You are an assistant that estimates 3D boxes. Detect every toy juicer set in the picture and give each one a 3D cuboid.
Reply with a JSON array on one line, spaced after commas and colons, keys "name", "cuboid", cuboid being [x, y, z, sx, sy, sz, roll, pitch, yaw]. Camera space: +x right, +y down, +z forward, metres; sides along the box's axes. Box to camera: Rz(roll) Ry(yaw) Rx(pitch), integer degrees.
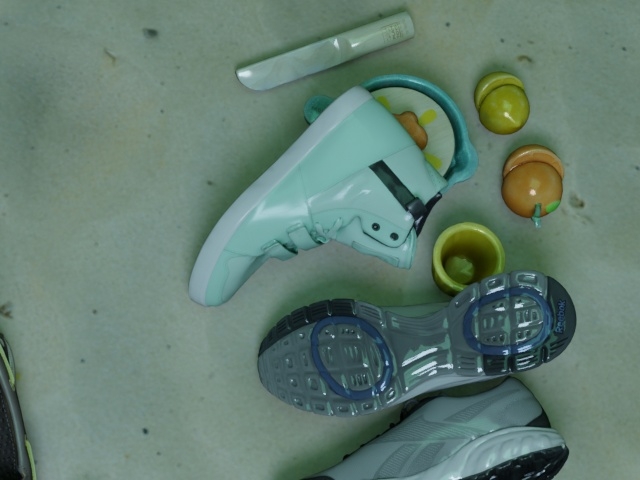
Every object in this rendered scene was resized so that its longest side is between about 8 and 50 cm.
[{"name": "toy juicer set", "cuboid": [0.101, -0.119, 1.348, 0.209, 0.089, 0.329, -41, 82, -14]}]

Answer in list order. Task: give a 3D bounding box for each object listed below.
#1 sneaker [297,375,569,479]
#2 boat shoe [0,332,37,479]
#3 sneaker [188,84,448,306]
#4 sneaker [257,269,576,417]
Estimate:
[{"name": "sneaker", "cuboid": [0.083, 0.202, 1.268, 0.272, 0.100, 0.108, -16, 55, -8]}, {"name": "boat shoe", "cuboid": [-0.300, 0.220, 1.215, 0.117, 0.096, 0.324, -8, 76, -8]}, {"name": "sneaker", "cuboid": [0.000, 0.000, 1.270, 0.151, 0.094, 0.256, 45, 101, 9]}, {"name": "sneaker", "cuboid": [0.090, 0.105, 1.281, 0.297, 0.129, 0.111, -8, 78, 12]}]
